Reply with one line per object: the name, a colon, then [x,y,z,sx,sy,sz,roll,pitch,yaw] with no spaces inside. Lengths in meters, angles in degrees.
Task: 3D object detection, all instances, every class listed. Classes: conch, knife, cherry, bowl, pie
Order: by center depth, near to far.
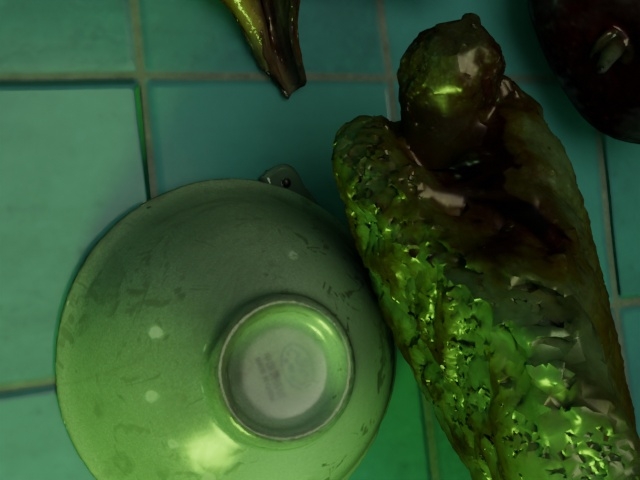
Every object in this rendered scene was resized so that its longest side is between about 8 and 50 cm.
pie: [0.149,0.082,0.823,0.180,0.395,0.418,-19,68,9]
bowl: [-0.050,0.099,0.843,0.313,0.146,0.313,1,88,-22]
conch: [-0.068,-0.245,0.920,0.086,0.080,0.232,-32,122,14]
knife: [0.000,0.000,0.954,0.044,0.023,0.162,-35,100,-18]
cherry: [0.335,-0.231,1.025,0.296,0.218,0.255,-38,94,-28]
